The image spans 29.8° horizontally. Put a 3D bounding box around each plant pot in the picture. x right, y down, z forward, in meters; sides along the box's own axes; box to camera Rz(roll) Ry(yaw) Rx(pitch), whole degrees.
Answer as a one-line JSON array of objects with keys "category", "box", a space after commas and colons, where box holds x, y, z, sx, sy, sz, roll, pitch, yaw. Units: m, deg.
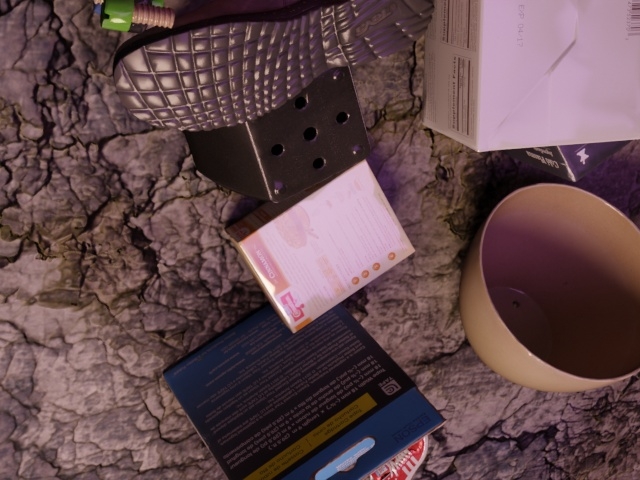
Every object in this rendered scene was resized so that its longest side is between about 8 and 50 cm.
[{"category": "plant pot", "box": [0.300, 0.091, 1.637, 0.284, 0.284, 0.191, -8, 157, -27]}, {"category": "plant pot", "box": [-0.048, -0.149, 1.320, 0.187, 0.167, 0.188, -27, 130, -13]}]

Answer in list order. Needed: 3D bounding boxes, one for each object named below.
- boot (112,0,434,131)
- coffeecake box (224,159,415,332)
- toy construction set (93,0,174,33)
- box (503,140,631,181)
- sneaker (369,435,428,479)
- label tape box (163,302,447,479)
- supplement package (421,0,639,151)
[{"category": "boot", "box": [-0.074, -0.238, 1.220, 0.338, 0.222, 0.118, -18, 134, -19]}, {"category": "coffeecake box", "box": [0.000, 0.000, 1.482, 0.185, 0.068, 0.142, -34, 114, -8]}, {"category": "toy construction set", "box": [-0.256, -0.346, 1.065, 0.237, 0.257, 0.308, 4, 96, -19]}, {"category": "box", "box": [0.315, -0.299, 1.382, 0.343, 0.179, 0.312, -35, 112, -7]}, {"category": "sneaker", "box": [0.114, 0.326, 1.791, 0.067, 0.042, 0.118, 5, 118, -36]}, {"category": "label tape box", "box": [-0.014, 0.217, 1.455, 0.241, 0.333, 0.106, -33, 130, -8]}, {"category": "supplement package", "box": [0.221, -0.235, 1.191, 0.204, 0.145, 0.262, -5, 107, -17]}]
